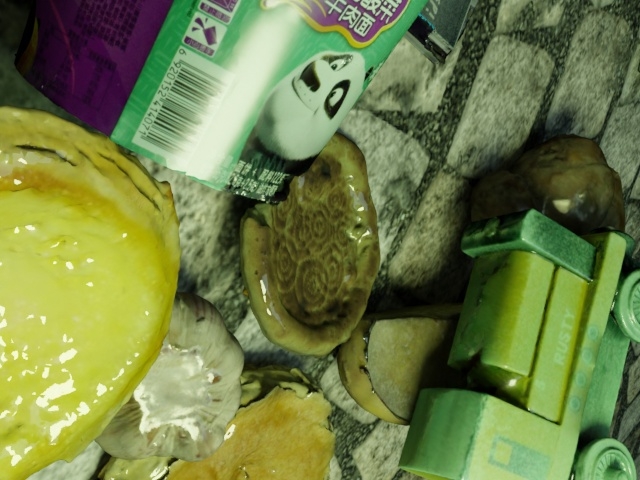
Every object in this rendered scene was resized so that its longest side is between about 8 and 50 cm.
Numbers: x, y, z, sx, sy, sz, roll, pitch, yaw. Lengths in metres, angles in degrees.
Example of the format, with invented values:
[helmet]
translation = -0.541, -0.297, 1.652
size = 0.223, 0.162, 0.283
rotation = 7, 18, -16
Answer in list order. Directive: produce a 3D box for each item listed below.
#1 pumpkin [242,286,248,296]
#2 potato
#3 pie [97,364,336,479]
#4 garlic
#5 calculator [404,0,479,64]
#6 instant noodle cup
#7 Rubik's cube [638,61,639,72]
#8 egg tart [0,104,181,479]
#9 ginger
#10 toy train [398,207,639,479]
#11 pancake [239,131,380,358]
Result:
[pumpkin]
translation = -0.035, 0.034, 0.792
size = 0.083, 0.054, 0.074
rotation = 35, 65, -45
[potato]
translation = 0.115, 0.147, 0.972
size = 0.243, 0.098, 0.138
rotation = -2, 90, -38
[pie]
translation = -0.104, 0.277, 0.834
size = 0.340, 0.083, 0.339
rotation = -28, 134, -35
[garlic]
translation = -0.139, 0.109, 0.673
size = 0.159, 0.102, 0.147
rotation = 41, 80, -29
[calculator]
translation = 0.095, -0.289, 0.771
size = 0.274, 0.028, 0.165
rotation = 21, 92, -55
[instant noodle cup]
translation = -0.061, -0.149, 0.506
size = 0.251, 0.251, 0.190
rotation = 15, 108, -53
[Rubik's cube]
translation = 0.574, -0.286, 1.271
size = 0.133, 0.112, 0.133
rotation = -30, 134, -38
[egg tart]
translation = -0.233, 0.040, 0.487
size = 0.315, 0.120, 0.314
rotation = -26, 138, -26
[ginger]
translation = 0.323, -0.032, 1.114
size = 0.244, 0.155, 0.304
rotation = -52, 134, -3
[toy train]
translation = 0.254, 0.144, 0.922
size = 0.253, 0.160, 0.396
rotation = 27, 72, -22
[pancake]
translation = 0.000, 0.000, 0.774
size = 0.212, 0.029, 0.235
rotation = 47, 52, -44
